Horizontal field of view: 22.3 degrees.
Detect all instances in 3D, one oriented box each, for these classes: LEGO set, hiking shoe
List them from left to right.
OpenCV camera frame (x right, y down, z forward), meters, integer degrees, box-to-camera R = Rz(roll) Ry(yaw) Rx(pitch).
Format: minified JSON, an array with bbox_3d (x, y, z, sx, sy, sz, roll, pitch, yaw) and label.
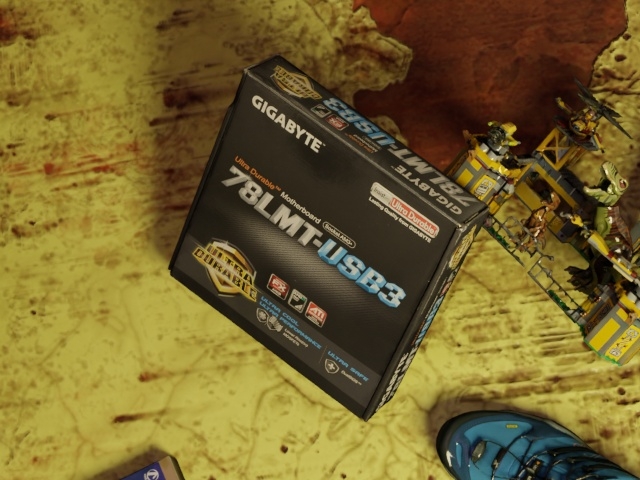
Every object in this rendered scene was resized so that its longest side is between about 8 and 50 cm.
[{"bbox_3d":[0.261,0.253,1.694,0.304,0.132,0.113,22,82,14],"label":"hiking shoe"},{"bbox_3d":[0.306,-0.045,1.687,0.192,0.255,0.331,-52,60,24],"label":"LEGO set"}]

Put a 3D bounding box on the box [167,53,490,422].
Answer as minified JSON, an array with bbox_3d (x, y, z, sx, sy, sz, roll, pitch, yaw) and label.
[{"bbox_3d":[0.000,0.000,1.742,0.295,0.073,0.293,37,130,16],"label":"box"}]

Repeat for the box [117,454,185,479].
[{"bbox_3d":[-0.240,0.350,1.817,0.225,0.036,0.136,-26,74,5],"label":"box"}]
